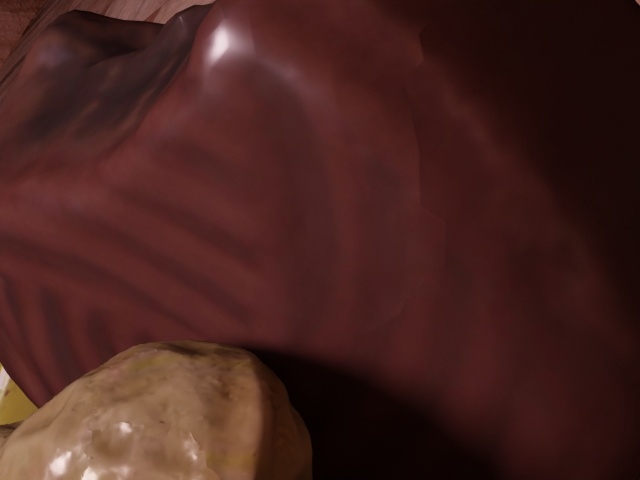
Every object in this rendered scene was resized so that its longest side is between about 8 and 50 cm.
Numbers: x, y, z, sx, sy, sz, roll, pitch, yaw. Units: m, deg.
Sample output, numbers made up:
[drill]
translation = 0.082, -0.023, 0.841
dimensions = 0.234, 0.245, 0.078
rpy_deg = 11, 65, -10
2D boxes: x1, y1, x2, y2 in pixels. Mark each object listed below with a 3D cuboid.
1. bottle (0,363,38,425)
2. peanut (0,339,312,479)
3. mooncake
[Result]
[bottle]
translation = -0.127, 0.164, 0.803
dimensions = 0.171, 0.171, 0.351
rpy_deg = -33, 33, 41
[peanut]
translation = -0.105, 0.123, 0.573
dimensions = 0.298, 0.120, 0.136
rpy_deg = -32, 47, 45
[mooncake]
translation = 0.000, 0.000, 0.607
dimensions = 0.325, 0.334, 0.174
rpy_deg = 13, 48, 25
